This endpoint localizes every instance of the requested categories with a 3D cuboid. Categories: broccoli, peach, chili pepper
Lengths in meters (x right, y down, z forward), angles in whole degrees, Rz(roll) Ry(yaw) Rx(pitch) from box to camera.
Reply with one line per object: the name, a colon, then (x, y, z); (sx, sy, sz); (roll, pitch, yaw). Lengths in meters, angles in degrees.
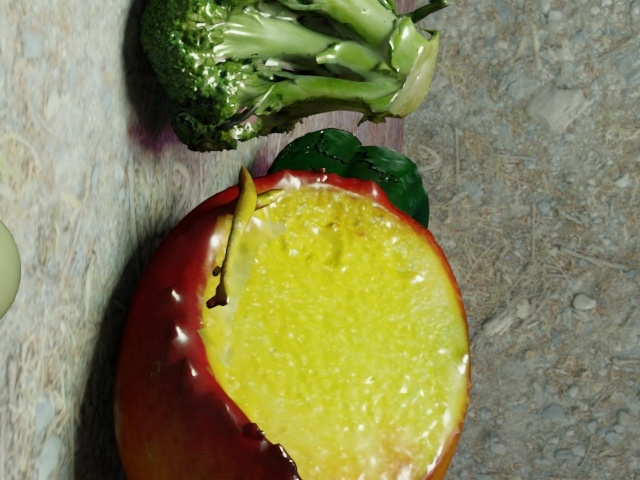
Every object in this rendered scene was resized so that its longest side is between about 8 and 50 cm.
broccoli: (-0.020, -0.216, 1.232); (0.321, 0.283, 0.304); (-29, 140, -57)
peach: (-0.037, 0.142, 1.237); (0.310, 0.335, 0.406); (129, -35, -49)
chili pepper: (0.000, 0.000, 1.557); (0.257, 0.233, 0.249); (-49, 160, -65)

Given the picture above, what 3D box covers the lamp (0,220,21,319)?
lamp: (-0.254, 0.048, 0.768); (0.163, 0.091, 0.091); (-55, 154, -32)
